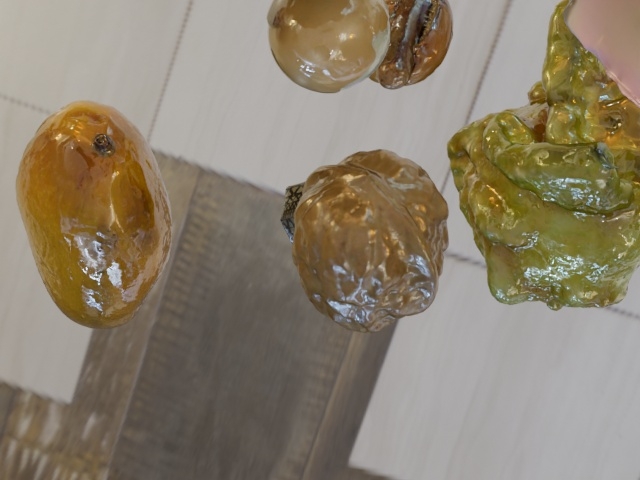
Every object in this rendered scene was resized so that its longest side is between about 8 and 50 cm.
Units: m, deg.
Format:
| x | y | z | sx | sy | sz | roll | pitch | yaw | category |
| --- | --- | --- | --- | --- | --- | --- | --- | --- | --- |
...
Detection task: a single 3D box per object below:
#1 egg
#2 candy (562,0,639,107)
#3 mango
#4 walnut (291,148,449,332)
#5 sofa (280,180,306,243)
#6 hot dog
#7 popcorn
| x | y | z | sx | sy | sz | roll | pitch | yaw | category |
| --- | --- | --- | --- | --- | --- | --- | --- | --- | --- |
| 0.004 | -0.118 | 0.832 | 0.071 | 0.083 | 0.071 | 4 | 113 | 10 | egg |
| 0.287 | -0.141 | 0.998 | 0.116 | 0.265 | 0.155 | -1 | 125 | -29 | candy |
| -0.231 | -0.012 | 1.520 | 0.144 | 0.359 | 0.187 | -21 | 61 | -18 | mango |
| 0.025 | 0.000 | 0.726 | 0.082 | 0.079 | 0.096 | 30 | 148 | 28 | walnut |
| 0.000 | 0.000 | 1.514 | 0.039 | 0.060 | 0.118 | -13 | 126 | 20 | sofa |
| 0.080 | -0.196 | 1.436 | 0.090 | 0.140 | 0.060 | 17 | 151 | 22 | hot dog |
| 0.277 | -0.073 | 1.646 | 0.290 | 0.325 | 0.321 | -37 | 93 | 17 | popcorn |
